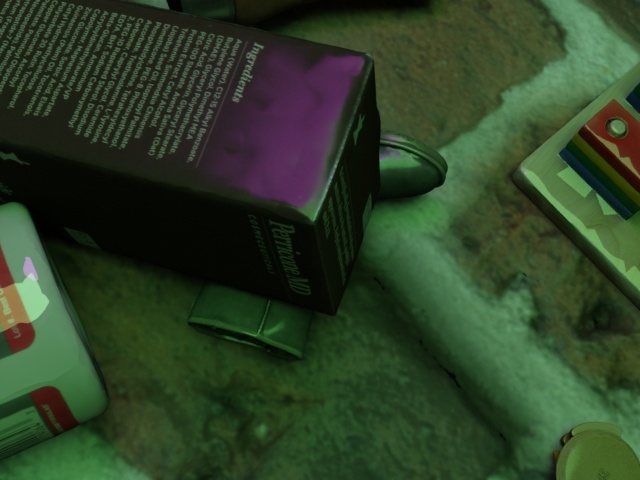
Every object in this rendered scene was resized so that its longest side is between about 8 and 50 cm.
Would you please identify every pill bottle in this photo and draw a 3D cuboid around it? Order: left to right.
[{"bbox_3d":[-0.330,0.107,0.616,0.319,0.176,0.176,-23,74,-15],"label":"pill bottle"}]

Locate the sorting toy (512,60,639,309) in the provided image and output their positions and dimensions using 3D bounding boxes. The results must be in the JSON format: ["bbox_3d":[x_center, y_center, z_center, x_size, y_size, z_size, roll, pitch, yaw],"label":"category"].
[{"bbox_3d":[0.365,-0.060,0.811,0.257,0.089,0.255,-39,79,-19],"label":"sorting toy"}]

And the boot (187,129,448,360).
[{"bbox_3d":[0.001,0.001,0.751,0.190,0.076,0.208,9,61,11],"label":"boot"}]

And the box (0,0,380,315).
[{"bbox_3d":[-0.153,-0.077,0.665,0.382,0.191,0.143,13,69,11],"label":"box"}]

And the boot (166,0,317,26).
[{"bbox_3d":[-0.035,-0.338,0.866,0.281,0.096,0.264,-15,64,-17],"label":"boot"}]

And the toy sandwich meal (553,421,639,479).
[{"bbox_3d":[0.232,0.197,0.733,0.086,0.029,0.085,2,74,-8],"label":"toy sandwich meal"}]
